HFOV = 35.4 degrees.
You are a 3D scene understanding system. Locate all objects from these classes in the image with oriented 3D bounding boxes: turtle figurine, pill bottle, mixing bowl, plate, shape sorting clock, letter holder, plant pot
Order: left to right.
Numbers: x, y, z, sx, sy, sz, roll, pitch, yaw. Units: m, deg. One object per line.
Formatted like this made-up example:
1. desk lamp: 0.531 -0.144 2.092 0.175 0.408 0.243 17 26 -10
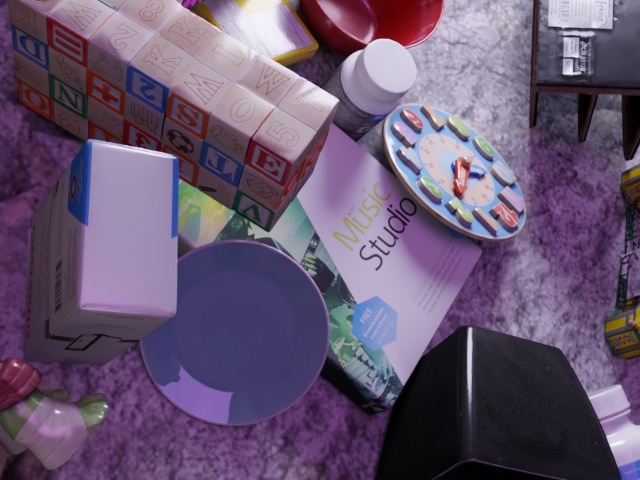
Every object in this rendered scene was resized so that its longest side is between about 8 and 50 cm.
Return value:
1. turtle figurine: -0.280 0.039 0.795 0.266 0.198 0.274 48 29 -24
2. plate: -0.085 0.091 0.999 0.188 0.024 0.188 -1 96 -5
3. mixing bowl: 0.044 -0.286 1.187 0.181 0.098 0.181 8 70 -24
4. pill bottle: 0.046 -0.165 1.123 0.078 0.137 0.078 9 69 -23
5. shape sorting clock: 0.160 -0.084 1.173 0.206 0.040 0.206 25 43 -25
6. plant pot: 0.173 0.197 1.046 0.188 0.187 0.167 15 54 -21
7. letter holder: 0.353 -0.278 1.325 0.152 0.214 0.302 3 69 9
8. pill bottle: 0.332 0.280 1.117 0.124 0.124 0.221 -14 80 -29

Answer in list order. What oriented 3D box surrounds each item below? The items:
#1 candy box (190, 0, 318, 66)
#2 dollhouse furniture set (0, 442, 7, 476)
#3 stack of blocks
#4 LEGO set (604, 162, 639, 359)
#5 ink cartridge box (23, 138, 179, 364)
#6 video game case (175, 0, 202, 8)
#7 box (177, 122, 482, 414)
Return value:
1. candy box: -0.099 -0.278 1.135 0.105 0.027 0.206 -26 74 -29
2. dollhouse furniture set: -0.332 0.171 0.827 0.151 0.123 0.144 20 65 -19
3. stack of blocks: -0.145 -0.133 0.958 0.297 0.171 0.087 31 61 5
4. LEGO set: 0.510 0.021 1.255 0.255 0.192 0.331 29 62 -15
5. ink cartridge box: -0.201 0.019 0.901 0.086 0.203 0.148 7 70 -26
6. video game case: -0.182 -0.318 1.027 0.210 0.042 0.232 29 29 4
7. box: 0.000 0.000 1.090 0.322 0.058 0.232 39 60 -8
